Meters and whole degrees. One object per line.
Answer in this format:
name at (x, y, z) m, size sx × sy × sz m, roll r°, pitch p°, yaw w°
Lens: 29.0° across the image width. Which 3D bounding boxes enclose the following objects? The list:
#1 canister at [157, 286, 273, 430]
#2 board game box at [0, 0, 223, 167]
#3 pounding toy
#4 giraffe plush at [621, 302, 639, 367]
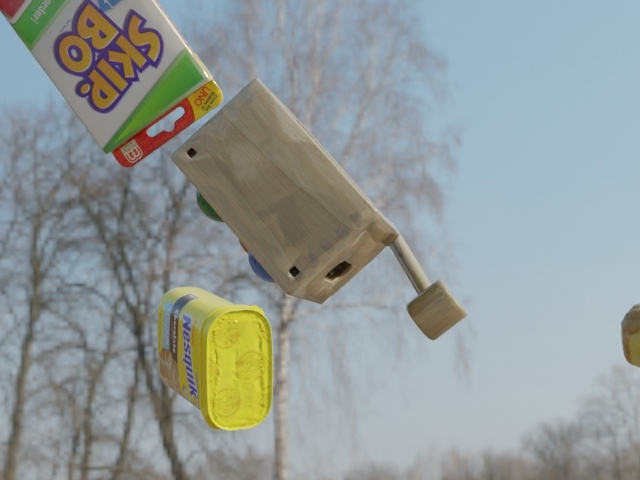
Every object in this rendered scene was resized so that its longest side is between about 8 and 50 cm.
canister at (-0.116, 0.120, 1.313) m, size 0.073 × 0.126 × 0.170 m, roll -4°, pitch 9°, yaw -25°
board game box at (-0.212, -0.202, 1.148) m, size 0.124 × 0.259 × 0.039 m, roll -35°, pitch 11°, yaw 7°
pounding toy at (0.005, 0.005, 0.897) m, size 0.094 × 0.206 × 0.181 m, roll -42°, pitch -11°, yaw 3°
giraffe plush at (0.367, 0.055, 0.987) m, size 0.210 × 0.181 × 0.170 m, roll 34°, pitch -35°, yaw 24°
